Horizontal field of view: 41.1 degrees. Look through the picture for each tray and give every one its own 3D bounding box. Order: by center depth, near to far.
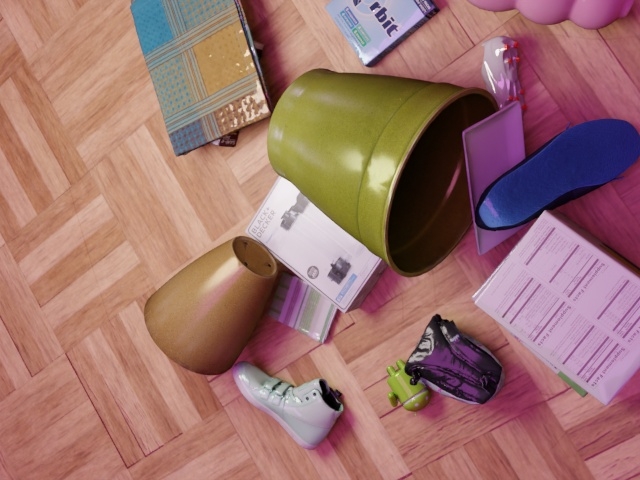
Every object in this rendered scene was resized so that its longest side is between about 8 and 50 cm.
[{"bbox_3d":[0.322,-0.115,1.581,0.030,0.145,0.270,33,145,48],"label":"tray"}]

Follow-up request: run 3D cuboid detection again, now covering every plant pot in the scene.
[{"bbox_3d":[0.098,-0.170,1.637,0.353,0.366,0.367,28,105,31],"label":"plant pot"},{"bbox_3d":[-0.211,0.116,1.815,0.237,0.237,0.254,48,118,13],"label":"plant pot"}]

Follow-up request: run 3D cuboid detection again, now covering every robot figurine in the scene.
[{"bbox_3d":[0.183,0.303,1.766,0.101,0.067,0.115,-31,79,-9],"label":"robot figurine"}]

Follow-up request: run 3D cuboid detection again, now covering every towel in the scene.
[{"bbox_3d":[-0.260,-0.399,1.843,0.271,0.040,0.370,-19,87,26],"label":"towel"},{"bbox_3d":[-0.035,0.146,1.879,0.152,0.023,0.113,25,102,22],"label":"towel"}]

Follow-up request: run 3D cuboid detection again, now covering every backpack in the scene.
[{"bbox_3d":[0.277,0.247,1.690,0.182,0.115,0.152,28,95,18],"label":"backpack"}]

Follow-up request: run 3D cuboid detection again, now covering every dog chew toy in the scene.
[{"bbox_3d":[0.404,-0.485,1.536,0.331,0.206,0.207,27,105,12],"label":"dog chew toy"}]

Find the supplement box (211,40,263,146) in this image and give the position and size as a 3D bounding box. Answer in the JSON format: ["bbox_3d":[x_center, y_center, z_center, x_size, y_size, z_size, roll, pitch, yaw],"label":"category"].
[{"bbox_3d":[-0.227,-0.340,1.891,0.130,0.073,0.240,22,104,22],"label":"supplement box"}]

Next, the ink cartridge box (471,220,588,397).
[{"bbox_3d":[0.456,0.119,1.602,0.278,0.117,0.201,42,109,15],"label":"ink cartridge box"}]

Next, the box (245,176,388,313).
[{"bbox_3d":[0.000,0.000,1.811,0.290,0.087,0.169,40,108,16],"label":"box"}]

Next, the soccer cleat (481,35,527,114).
[{"bbox_3d":[0.350,-0.295,1.650,0.076,0.068,0.196,9,108,54],"label":"soccer cleat"}]

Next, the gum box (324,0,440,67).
[{"bbox_3d":[0.124,-0.473,1.741,0.184,0.041,0.157,-37,79,23],"label":"gum box"}]

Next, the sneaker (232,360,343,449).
[{"bbox_3d":[-0.064,0.320,1.862,0.256,0.094,0.151,40,115,6],"label":"sneaker"}]

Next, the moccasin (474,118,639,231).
[{"bbox_3d":[0.419,-0.125,1.555,0.342,0.117,0.138,-23,83,-12],"label":"moccasin"}]

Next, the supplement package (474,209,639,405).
[{"bbox_3d":[0.438,0.102,1.434,0.262,0.199,0.198,39,105,16],"label":"supplement package"}]
